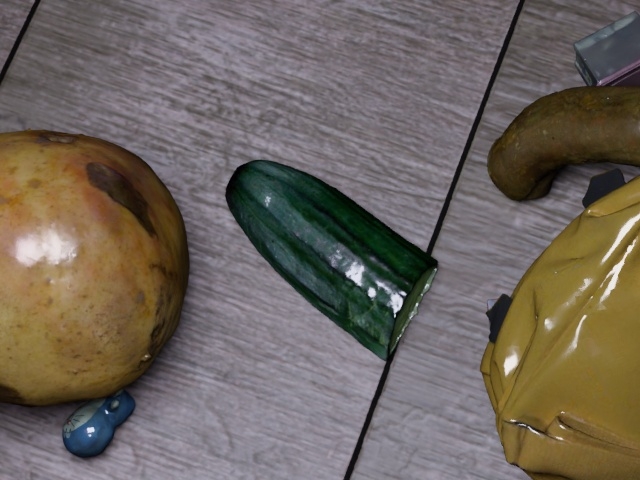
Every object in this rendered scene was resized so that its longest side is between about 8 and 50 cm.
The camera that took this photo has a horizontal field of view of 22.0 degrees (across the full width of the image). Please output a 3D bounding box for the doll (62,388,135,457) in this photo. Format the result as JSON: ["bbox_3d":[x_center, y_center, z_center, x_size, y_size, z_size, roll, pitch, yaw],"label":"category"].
[{"bbox_3d":[-0.217,0.173,1.603,0.050,0.076,0.083,43,72,-17],"label":"doll"}]

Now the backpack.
[{"bbox_3d":[0.332,0.127,1.440,0.378,0.201,0.353,41,105,-7],"label":"backpack"}]

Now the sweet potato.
[{"bbox_3d":[0.283,-0.092,1.564,0.286,0.085,0.112,2,104,39],"label":"sweet potato"}]

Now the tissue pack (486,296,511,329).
[{"bbox_3d":[0.195,0.096,1.589,0.063,0.035,0.083,-8,71,4],"label":"tissue pack"}]

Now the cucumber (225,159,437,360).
[{"bbox_3d":[0.000,0.000,1.635,0.244,0.063,0.115,35,78,18],"label":"cucumber"}]

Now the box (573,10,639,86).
[{"bbox_3d":[0.303,-0.182,1.658,0.085,0.060,0.063,-28,62,-2],"label":"box"}]

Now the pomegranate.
[{"bbox_3d":[-0.262,0.025,1.553,0.281,0.281,0.281,-2,71,7],"label":"pomegranate"}]
